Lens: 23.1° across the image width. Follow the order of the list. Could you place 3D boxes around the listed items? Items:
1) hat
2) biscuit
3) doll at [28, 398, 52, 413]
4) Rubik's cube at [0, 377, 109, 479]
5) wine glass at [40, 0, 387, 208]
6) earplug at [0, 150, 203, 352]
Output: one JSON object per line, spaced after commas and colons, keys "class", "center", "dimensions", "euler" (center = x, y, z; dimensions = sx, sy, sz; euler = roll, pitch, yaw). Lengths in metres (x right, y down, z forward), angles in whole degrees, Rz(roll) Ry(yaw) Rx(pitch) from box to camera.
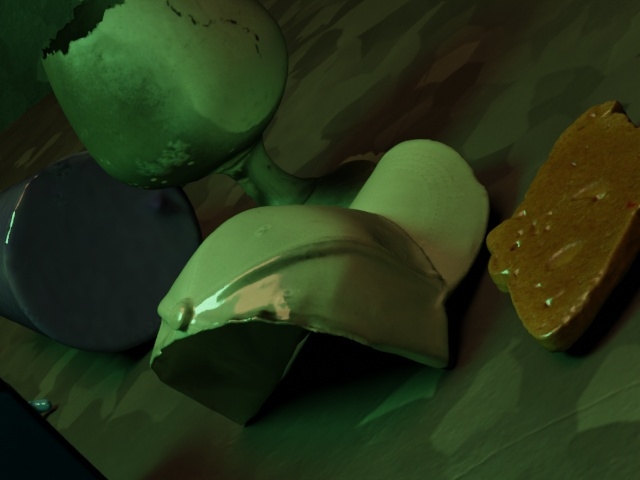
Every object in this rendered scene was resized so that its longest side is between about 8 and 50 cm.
{"class": "hat", "center": [0.002, 0.007, 1.278], "dimensions": [0.258, 0.168, 0.301], "euler": [-20, 29, 45]}
{"class": "biscuit", "center": [0.194, -0.014, 1.143], "dimensions": [0.183, 0.043, 0.280], "euler": [-34, 25, 34]}
{"class": "doll", "center": [-0.375, 0.235, 1.688], "dimensions": [0.206, 0.067, 0.110], "euler": [-39, 25, -25]}
{"class": "Rubik's cube", "center": [-0.292, 0.240, 1.230], "dimensions": [0.248, 0.246, 0.250], "euler": [-46, 19, -13]}
{"class": "wine glass", "center": [-0.108, -0.126, 1.548], "dimensions": [0.238, 0.323, 0.238], "euler": [-34, 21, 15]}
{"class": "earplug", "center": [-0.310, 0.015, 1.834], "dimensions": [0.215, 0.215, 0.456], "euler": [-48, 17, -17]}
